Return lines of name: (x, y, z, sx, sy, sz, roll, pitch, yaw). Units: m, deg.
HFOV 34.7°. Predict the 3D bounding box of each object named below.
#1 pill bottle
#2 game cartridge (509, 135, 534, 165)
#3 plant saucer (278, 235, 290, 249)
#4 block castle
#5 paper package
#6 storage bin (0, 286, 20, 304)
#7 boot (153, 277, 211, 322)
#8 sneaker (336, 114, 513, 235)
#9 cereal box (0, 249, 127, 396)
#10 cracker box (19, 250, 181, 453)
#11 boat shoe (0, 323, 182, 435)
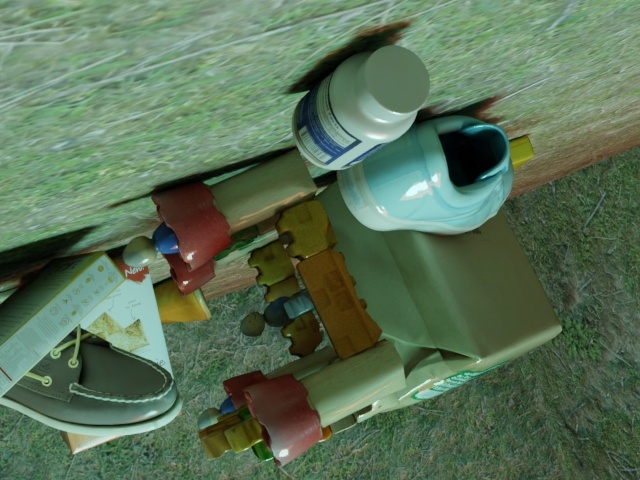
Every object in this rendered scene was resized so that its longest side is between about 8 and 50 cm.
pill bottle: (0.029, -0.097, 0.739, 0.067, 0.067, 0.120, -18, 176, -25)
game cartridge: (0.201, -0.096, 1.834, 0.285, 0.052, 0.323, -19, 174, -9)
plant saucer: (0.000, 0.000, 1.906, 0.199, 0.036, 0.198, 1, 174, 0)
block castle: (-0.086, 0.095, 1.191, 0.213, 0.303, 0.453, -25, 178, -11)
paper package: (0.150, 0.045, 1.400, 0.168, 0.309, 0.325, -34, 166, 28)
storage bin: (-0.481, 0.159, 1.467, 0.260, 0.123, 0.262, -19, 176, -12)
boot: (-0.341, 0.143, 2.085, 0.211, 0.104, 0.295, -19, 180, -12)
sneaker: (0.177, -0.081, 1.219, 0.150, 0.135, 0.366, -18, 179, 34)
cereal box: (-0.334, 0.107, 1.094, 0.240, 0.047, 0.173, -46, -159, -26)
cracker box: (-0.286, 0.144, 1.349, 0.156, 0.232, 0.067, -18, -161, -23)
boat shoe: (-0.320, 0.144, 1.214, 0.325, 0.096, 0.116, 11, -149, 15)
